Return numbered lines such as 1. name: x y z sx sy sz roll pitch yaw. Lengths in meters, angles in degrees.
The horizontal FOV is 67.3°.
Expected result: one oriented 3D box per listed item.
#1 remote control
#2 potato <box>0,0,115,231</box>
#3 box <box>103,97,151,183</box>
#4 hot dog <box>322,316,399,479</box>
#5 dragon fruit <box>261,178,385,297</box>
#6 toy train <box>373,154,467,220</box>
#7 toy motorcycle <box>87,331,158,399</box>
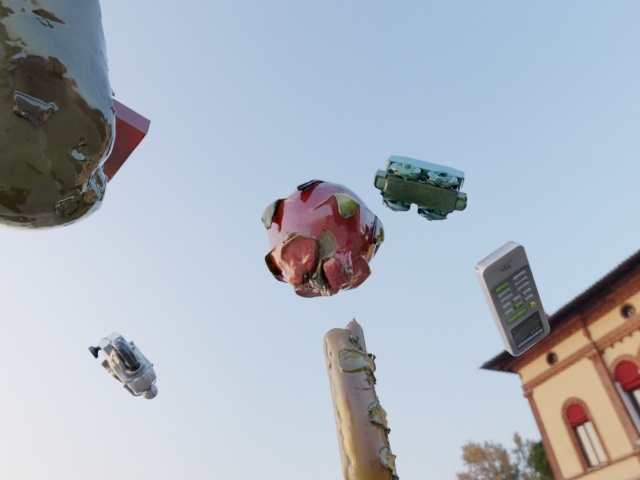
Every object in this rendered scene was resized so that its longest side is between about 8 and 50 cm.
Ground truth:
1. remote control: 0.386 0.120 0.959 0.103 0.034 0.250 -32 -62 -7
2. potato: -0.244 -0.134 0.364 0.164 0.263 0.165 -15 3 1
3. box: -0.432 -0.202 0.961 0.112 0.048 0.175 30 -51 -34
4. hot dog: 0.054 0.229 0.666 0.072 0.270 0.109 -15 -37 7
5. dragon fruit: 0.000 0.000 1.158 0.305 0.306 0.226 -16 3 11
6. toy train: 0.216 -0.116 1.025 0.197 0.154 0.107 16 -65 12
7. toy motorcycle: -0.372 0.245 0.938 0.151 0.074 0.228 56 -31 -11
